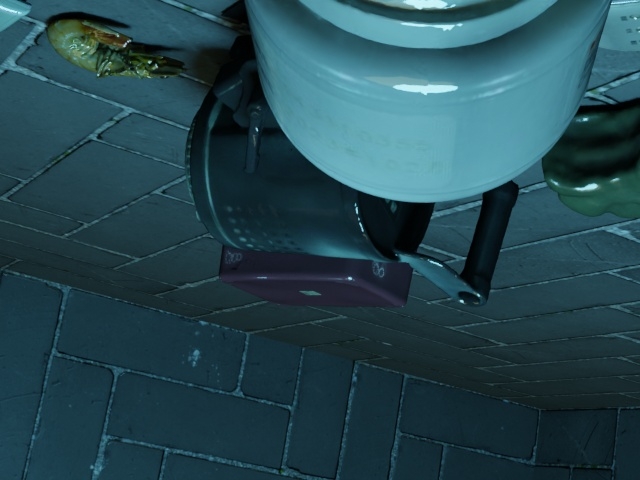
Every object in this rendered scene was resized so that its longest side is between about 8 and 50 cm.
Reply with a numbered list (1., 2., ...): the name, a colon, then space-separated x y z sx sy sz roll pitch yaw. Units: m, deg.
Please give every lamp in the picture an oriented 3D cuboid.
1. lamp: -0.004 -0.079 1.238 0.272 0.205 0.374 -9 140 45

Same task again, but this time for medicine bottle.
1. medicine bottle: 0.068 -0.189 0.726 0.245 0.245 0.306 8 157 7

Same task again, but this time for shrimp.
1. shrimp: -0.225 -0.214 1.245 0.162 0.045 0.095 12 145 12

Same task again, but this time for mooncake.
1. mooncake: 0.326 -0.090 1.218 0.168 0.104 0.175 19 160 -13

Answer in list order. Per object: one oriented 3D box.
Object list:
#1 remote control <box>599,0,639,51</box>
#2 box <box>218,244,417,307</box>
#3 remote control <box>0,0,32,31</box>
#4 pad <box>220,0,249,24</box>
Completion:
1. remote control: 0.352 -0.199 0.890 0.313 0.055 0.109 -2 168 22
2. box: 0.000 0.000 1.632 0.294 0.168 0.193 -1 163 37
3. remote control: -0.374 -0.242 1.231 0.065 0.029 0.166 19 163 -33
4. pad: 0.097 -0.221 1.058 0.247 0.007 0.367 18 164 -29
